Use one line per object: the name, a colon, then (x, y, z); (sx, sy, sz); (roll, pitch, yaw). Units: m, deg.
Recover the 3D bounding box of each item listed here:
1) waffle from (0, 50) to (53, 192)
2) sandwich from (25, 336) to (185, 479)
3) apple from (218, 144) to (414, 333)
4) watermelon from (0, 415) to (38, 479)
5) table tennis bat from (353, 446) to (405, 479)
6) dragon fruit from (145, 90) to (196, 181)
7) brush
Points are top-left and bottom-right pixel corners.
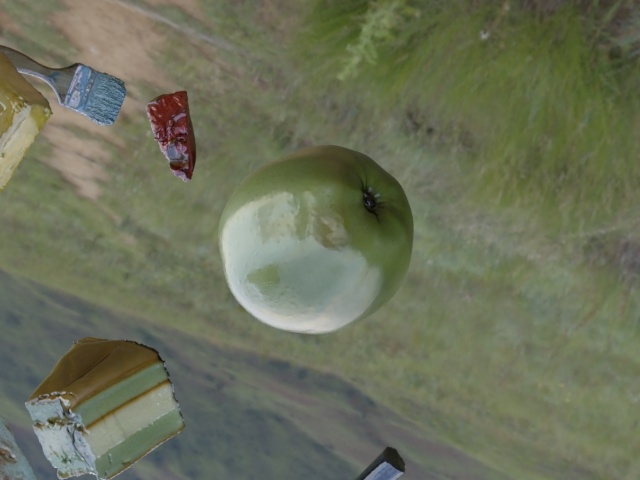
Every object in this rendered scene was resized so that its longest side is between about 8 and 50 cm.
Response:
waffle: (-0.436, -0.138, 1.060); (0.248, 0.221, 0.055); (44, -161, 19)
sandwich: (-0.372, 0.267, 1.499); (0.227, 0.198, 0.155); (4, 116, 46)
apple: (0.000, 0.000, 1.697); (0.357, 0.357, 0.357); (20, 164, 6)
watermelon: (-0.622, 0.373, 1.593); (0.387, 0.258, 0.228); (27, -148, 36)
table tennis bat: (-0.008, 0.289, 0.917); (0.027, 0.236, 0.150); (42, -168, -12)
dragon fruit: (-0.203, -0.155, 1.379); (0.063, 0.131, 0.097); (-32, 134, 23)
brush: (-0.356, -0.217, 1.243); (0.196, 0.070, 0.021); (22, 178, -22)
